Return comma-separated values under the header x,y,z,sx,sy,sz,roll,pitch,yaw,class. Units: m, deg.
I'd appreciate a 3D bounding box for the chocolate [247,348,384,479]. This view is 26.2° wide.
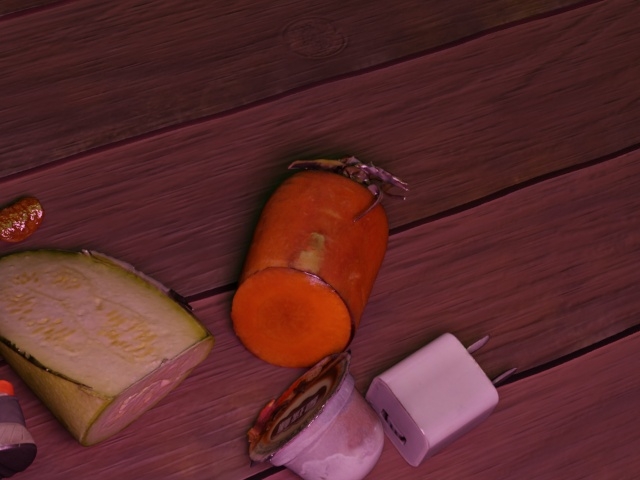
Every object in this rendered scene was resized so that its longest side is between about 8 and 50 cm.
x,y,z,sx,sy,sz,roll,pitch,yaw,class
0.012,0.269,1.917,0.147,0.221,0.221,45,62,-17,chocolate

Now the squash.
x,y,z,sx,sy,sz,roll,pitch,yaw,class
-0.338,0.105,1.910,0.233,0.210,0.309,-32,76,-36,squash

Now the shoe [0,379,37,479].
x,y,z,sx,sy,sz,roll,pitch,yaw,class
-0.559,0.243,1.855,0.336,0.132,0.171,-6,59,-13,shoe

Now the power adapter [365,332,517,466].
x,y,z,sx,sy,sz,roll,pitch,yaw,class
0.186,0.211,1.978,0.205,0.125,0.130,-29,70,-22,power adapter

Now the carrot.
x,y,z,sx,sy,sz,roll,pitch,yaw,class
0.000,0.000,2.013,0.193,0.214,0.331,22,59,0,carrot

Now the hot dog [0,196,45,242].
x,y,z,sx,sy,sz,roll,pitch,yaw,class
-0.453,-0.032,2.056,0.083,0.035,0.058,-33,72,-22,hot dog
